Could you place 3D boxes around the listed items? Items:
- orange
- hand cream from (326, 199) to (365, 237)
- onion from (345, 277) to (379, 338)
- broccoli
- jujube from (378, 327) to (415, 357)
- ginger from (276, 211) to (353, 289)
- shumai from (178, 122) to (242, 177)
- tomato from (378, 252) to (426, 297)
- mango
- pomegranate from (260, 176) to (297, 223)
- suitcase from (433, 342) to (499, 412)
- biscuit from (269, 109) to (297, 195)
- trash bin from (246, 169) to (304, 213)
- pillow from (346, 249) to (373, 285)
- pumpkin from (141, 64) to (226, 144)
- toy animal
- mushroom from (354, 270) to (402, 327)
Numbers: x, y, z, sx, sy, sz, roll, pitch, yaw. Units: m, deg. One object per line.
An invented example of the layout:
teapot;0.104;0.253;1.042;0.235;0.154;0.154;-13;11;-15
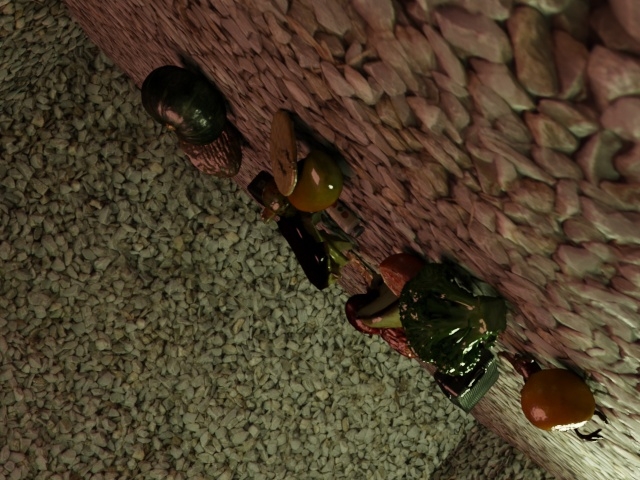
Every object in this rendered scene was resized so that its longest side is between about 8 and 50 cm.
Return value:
orange;0.539;0.362;1.146;0.159;0.158;0.136;55;-156;-56
hand cream;0.034;-0.114;1.582;0.276;0.059;0.095;46;176;23
onion;0.249;0.327;2.447;0.273;0.285;0.273;9;-172;-1
broccoli;0.308;0.180;1.181;0.241;0.261;0.269;-9;90;53
jujube;0.375;0.417;2.248;0.250;0.174;0.174;33;170;16
ginger;0.000;0.000;2.006;0.358;0.211;0.413;56;166;10
shumai;-0.417;-0.427;2.038;0.346;0.217;0.283;55;-157;-9
tomato;0.278;0.123;1.413;0.236;0.095;0.237;43;169;11
mango;-0.012;-0.148;1.298;0.289;0.129;0.146;178;72;-75
pomegranate;-0.153;-0.149;1.852;0.159;0.205;0.159;31;-158;-14
suitcase;0.501;0.466;1.712;0.128;0.202;0.312;39;172;34
biscuit;-0.096;-0.223;1.278;0.220;0.033;0.220;174;90;-71
trash bin;-0.187;-0.177;2.191;0.225;0.115;0.165;39;172;24
pillow;0.195;0.133;2.144;0.232;0.043;0.126;46;168;5
pumpkin;-0.454;-0.460;1.698;0.300;0.207;0.300;29;168;7
toy animal;0.588;0.397;1.311;0.243;0.087;0.260;43;176;-9
mushroom;0.249;0.228;1.681;0.212;0.217;0.292;43;173;-26
